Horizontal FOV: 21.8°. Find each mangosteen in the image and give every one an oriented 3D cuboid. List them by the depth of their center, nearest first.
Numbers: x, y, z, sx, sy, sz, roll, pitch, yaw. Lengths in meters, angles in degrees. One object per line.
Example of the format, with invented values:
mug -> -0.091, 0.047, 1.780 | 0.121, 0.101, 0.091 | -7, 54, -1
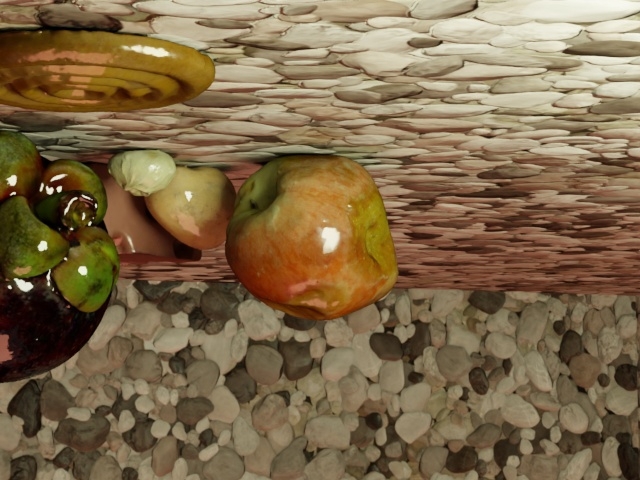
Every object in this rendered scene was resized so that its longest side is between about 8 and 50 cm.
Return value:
mangosteen -> -0.379, 0.026, 1.969 | 0.300, 0.300, 0.300 | 0, 174, 0

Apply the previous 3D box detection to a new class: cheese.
cheese -> -0.278, -0.030, 2.221 | 0.202, 0.128, 0.177 | 0, 174, 12

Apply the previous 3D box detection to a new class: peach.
peach -> 0.000, 0.000, 2.110 | 0.214, 0.214, 0.235 | -7, 149, 45

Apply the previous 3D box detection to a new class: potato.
potato -> -0.166, -0.048, 2.185 | 0.112, 0.112, 0.147 | -5, 155, 36

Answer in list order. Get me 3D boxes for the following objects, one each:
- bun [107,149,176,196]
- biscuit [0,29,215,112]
bun -> -0.222, -0.083, 2.074 | 0.086, 0.055, 0.086 | 0, 173, 0
biscuit -> -0.227, -0.152, 1.547 | 0.261, 0.037, 0.262 | 0, 174, 0
